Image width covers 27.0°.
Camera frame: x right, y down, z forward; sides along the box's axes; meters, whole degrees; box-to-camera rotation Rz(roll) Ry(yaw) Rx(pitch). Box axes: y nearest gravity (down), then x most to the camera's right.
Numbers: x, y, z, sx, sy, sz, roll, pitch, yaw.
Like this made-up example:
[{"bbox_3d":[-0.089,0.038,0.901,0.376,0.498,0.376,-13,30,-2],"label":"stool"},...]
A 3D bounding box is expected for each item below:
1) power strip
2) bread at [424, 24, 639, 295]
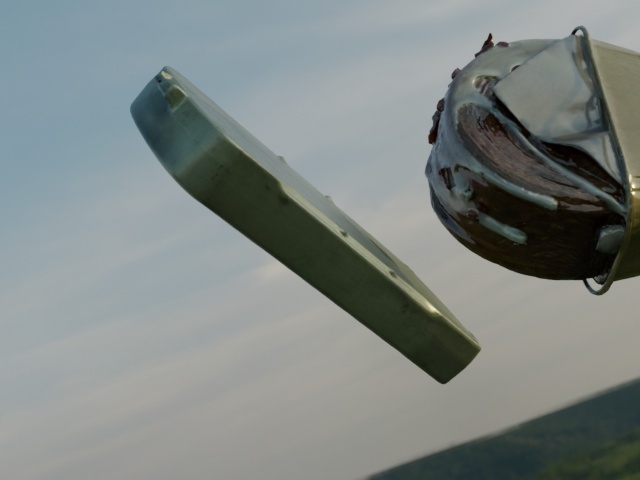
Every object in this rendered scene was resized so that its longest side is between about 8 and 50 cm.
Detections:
[{"bbox_3d":[0.000,0.000,0.595,0.029,0.080,0.227,-47,-52,6],"label":"power strip"},{"bbox_3d":[0.191,-0.061,1.049,0.212,0.224,0.142,0,-41,-4],"label":"bread"}]
